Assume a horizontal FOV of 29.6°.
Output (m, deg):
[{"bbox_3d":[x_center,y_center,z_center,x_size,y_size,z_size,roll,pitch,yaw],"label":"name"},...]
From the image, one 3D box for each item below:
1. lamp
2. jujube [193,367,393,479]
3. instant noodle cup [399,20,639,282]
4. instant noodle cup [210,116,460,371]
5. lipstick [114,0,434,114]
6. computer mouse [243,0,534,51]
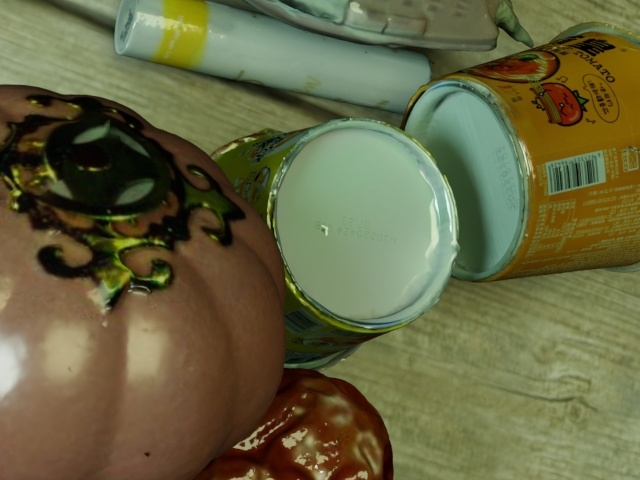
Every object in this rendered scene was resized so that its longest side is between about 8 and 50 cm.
[{"bbox_3d":[-0.174,0.046,0.779,0.305,0.240,0.305,19,36,-15],"label":"lamp"},{"bbox_3d":[-0.055,0.202,0.862,0.250,0.174,0.174,-39,100,-28],"label":"jujube"},{"bbox_3d":[0.174,-0.062,0.985,0.172,0.215,0.216,-13,88,-31],"label":"instant noodle cup"},{"bbox_3d":[0.000,0.000,0.932,0.205,0.153,0.205,4,80,-24],"label":"instant noodle cup"},{"bbox_3d":[-0.034,-0.153,0.990,0.263,0.059,0.059,9,78,-25],"label":"lipstick"},{"bbox_3d":[0.021,-0.211,0.962,0.389,0.199,0.115,22,107,-37],"label":"computer mouse"}]
